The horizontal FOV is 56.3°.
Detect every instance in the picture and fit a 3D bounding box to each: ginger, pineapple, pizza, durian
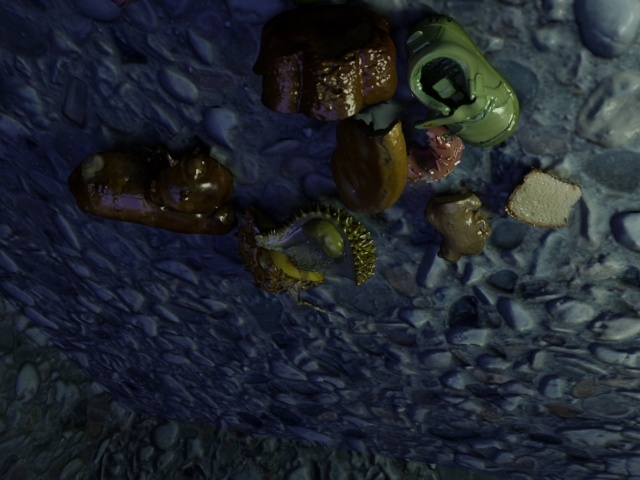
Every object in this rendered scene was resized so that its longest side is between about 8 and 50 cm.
[{"bbox_3d":[-0.398,-0.138,1.429,0.418,0.176,0.254,13,144,-1],"label":"ginger"},{"bbox_3d":[0.303,-0.019,1.304,0.137,0.074,0.213,8,137,33],"label":"ginger"},{"bbox_3d":[-0.121,0.083,1.536,0.161,0.158,0.334,-30,131,18],"label":"pineapple"},{"bbox_3d":[0.093,-0.151,1.198,0.182,0.073,0.365,53,163,17],"label":"pizza"},{"bbox_3d":[0.000,0.000,1.382,0.306,0.167,0.172,14,173,22],"label":"durian"}]

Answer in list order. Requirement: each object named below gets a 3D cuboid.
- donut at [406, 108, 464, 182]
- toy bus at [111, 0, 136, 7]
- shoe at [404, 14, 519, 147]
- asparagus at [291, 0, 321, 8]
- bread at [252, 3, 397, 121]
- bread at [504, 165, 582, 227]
[{"bbox_3d":[0.221,-0.168,1.174,0.117,0.065,0.166,25,144,-2],"label":"donut"},{"bbox_3d":[-0.391,-0.532,1.016,0.090,0.112,0.274,-22,124,33],"label":"toy bus"},{"bbox_3d":[0.228,-0.254,1.028,0.140,0.128,0.262,-14,124,45],"label":"shoe"},{"bbox_3d":[0.044,-0.432,0.951,0.277,0.060,0.067,-13,140,38],"label":"asparagus"},{"bbox_3d":[0.016,-0.291,0.992,0.246,0.232,0.135,-9,141,-9],"label":"bread"},{"bbox_3d":[0.441,-0.086,1.181,0.129,0.044,0.126,23,135,5],"label":"bread"}]
